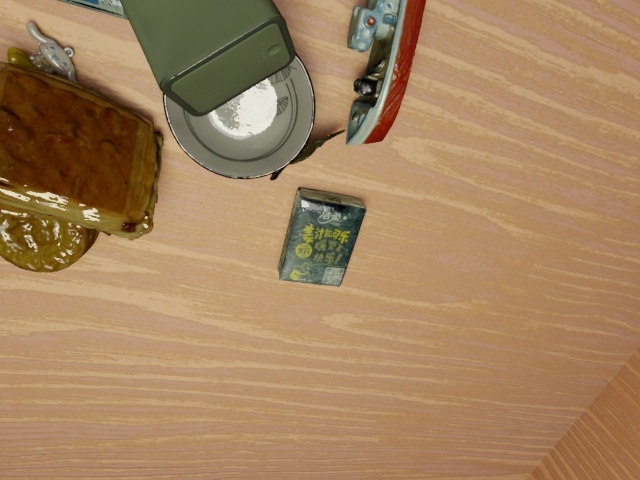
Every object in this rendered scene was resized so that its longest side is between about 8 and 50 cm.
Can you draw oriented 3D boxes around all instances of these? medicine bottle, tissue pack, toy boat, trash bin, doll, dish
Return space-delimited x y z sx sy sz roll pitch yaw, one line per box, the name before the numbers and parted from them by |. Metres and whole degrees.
medicine bottle | -0.424 -0.463 0.763 0.191 0.051 0.051 9 117 -17
tissue pack | 0.000 0.000 1.088 0.185 0.081 0.257 8 117 -16
toy boat | 0.112 -0.369 0.866 0.133 0.145 0.332 6 111 -14
trash bin | -0.223 -0.429 0.676 0.223 0.158 0.343 -28 89 5
doll | -0.543 -0.347 0.804 0.135 0.071 0.113 34 90 -32
dish | -0.170 -0.295 0.871 0.316 0.106 0.316 -2 117 -4

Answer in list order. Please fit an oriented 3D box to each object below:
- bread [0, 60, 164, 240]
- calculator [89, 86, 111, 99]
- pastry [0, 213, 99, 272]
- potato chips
bread | -0.496 -0.157 0.802 0.167 0.277 0.324 -16 156 41
calculator | -0.523 -0.252 0.880 0.057 0.018 0.172 34 106 -28
pastry | -0.640 -0.043 0.919 0.235 0.132 0.240 28 104 -14
potato chips | -0.032 -0.207 0.943 0.209 0.142 0.026 -35 96 -16
